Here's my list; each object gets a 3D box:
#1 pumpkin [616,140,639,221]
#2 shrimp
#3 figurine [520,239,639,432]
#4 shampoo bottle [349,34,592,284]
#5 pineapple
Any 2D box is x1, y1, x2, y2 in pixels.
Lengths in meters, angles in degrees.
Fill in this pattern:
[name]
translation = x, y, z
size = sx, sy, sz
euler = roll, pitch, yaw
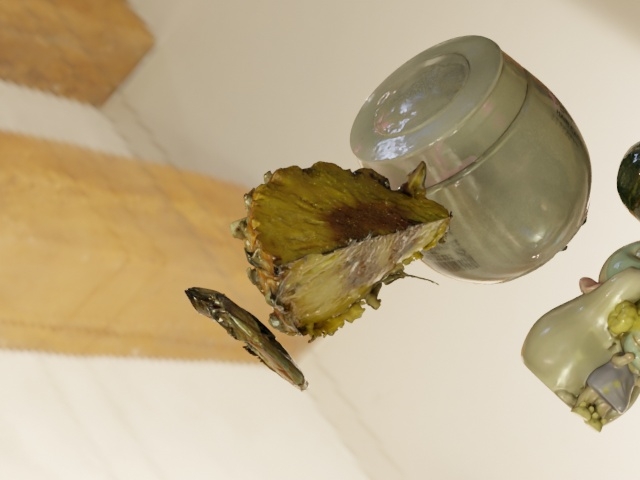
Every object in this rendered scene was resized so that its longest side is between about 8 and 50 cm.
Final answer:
[pumpkin]
translation = 0.435, -0.055, 2.043
size = 0.167, 0.125, 0.167
euler = 19, -173, -3
[shrimp]
translation = -0.089, 0.077, 1.681
size = 0.195, 0.035, 0.148
euler = 37, 176, 33
[figurine]
translation = 0.312, 0.067, 1.664
size = 0.127, 0.235, 0.155
euler = 41, -176, -9
[shampoo bottle]
translation = 0.196, -0.102, 2.191
size = 0.266, 0.273, 0.273
euler = 52, -167, -29
[pineapple]
translation = -0.002, 0.005, 1.859
size = 0.161, 0.158, 0.334
euler = 35, -142, 27
